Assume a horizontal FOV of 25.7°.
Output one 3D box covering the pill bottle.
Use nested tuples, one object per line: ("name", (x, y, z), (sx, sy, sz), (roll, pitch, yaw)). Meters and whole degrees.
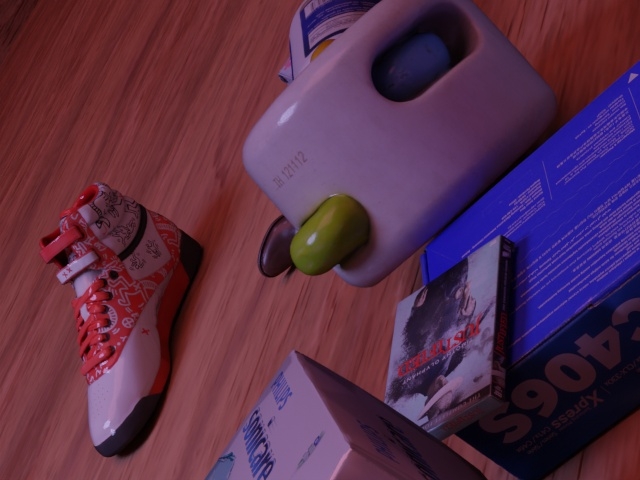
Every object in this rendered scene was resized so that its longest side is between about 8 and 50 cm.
("pill bottle", (0.032, -0.136, 1.180), (0.112, 0.112, 0.187), (-44, 25, 21))

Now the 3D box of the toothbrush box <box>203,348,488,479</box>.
("toothbrush box", (-0.034, 0.214, 0.616), (0.295, 0.126, 0.216), (-57, 8, 0))

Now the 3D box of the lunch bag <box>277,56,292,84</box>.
("lunch bag", (0.000, -0.177, 1.376), (0.071, 0.053, 0.083), (-57, 33, -3))

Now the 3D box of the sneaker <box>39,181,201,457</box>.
("sneaker", (-0.208, 0.064, 1.309), (0.090, 0.145, 0.270), (-34, 30, 37))

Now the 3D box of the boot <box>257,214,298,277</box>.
("boot", (0.000, 0.000, 1.152), (0.106, 0.037, 0.114), (-55, 27, 1))

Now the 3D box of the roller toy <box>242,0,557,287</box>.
("roller toy", (0.049, -0.078, 0.951), (0.191, 0.146, 0.209), (-43, -2, 17))

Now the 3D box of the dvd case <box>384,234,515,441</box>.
("dvd case", (0.069, 0.060, 0.767), (0.087, 0.013, 0.119), (-36, 29, 37))

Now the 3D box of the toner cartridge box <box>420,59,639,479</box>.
("toner cartridge box", (0.204, -0.034, 0.754), (0.348, 0.075, 0.165), (-42, 26, 25))
